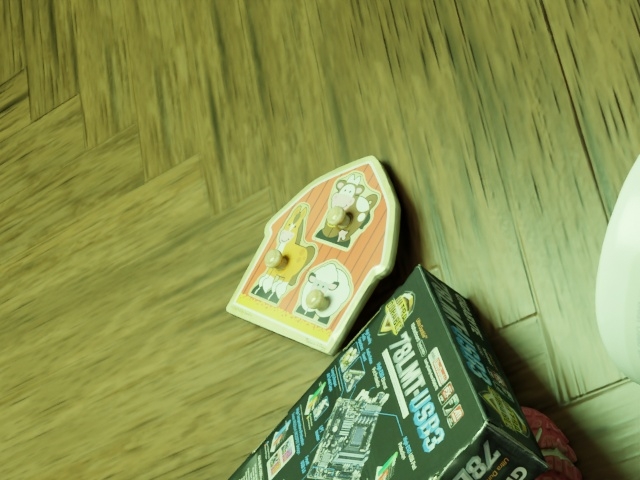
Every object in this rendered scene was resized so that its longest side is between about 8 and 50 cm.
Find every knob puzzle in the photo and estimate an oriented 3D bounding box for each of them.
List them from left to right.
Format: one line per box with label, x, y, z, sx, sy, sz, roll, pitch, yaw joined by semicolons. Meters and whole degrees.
knob puzzle;0.000;0.000;1.297;0.213;0.030;0.213;-28;44;31

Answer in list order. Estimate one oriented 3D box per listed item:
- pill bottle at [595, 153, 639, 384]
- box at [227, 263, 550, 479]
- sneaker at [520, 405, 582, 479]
pill bottle;0.400;0.055;0.857;0.408;0.229;0.229;24;89;41
box;0.033;0.196;1.108;0.293;0.073;0.295;-49;19;12
sneaker;0.113;0.271;1.077;0.112;0.121;0.299;9;76;52
